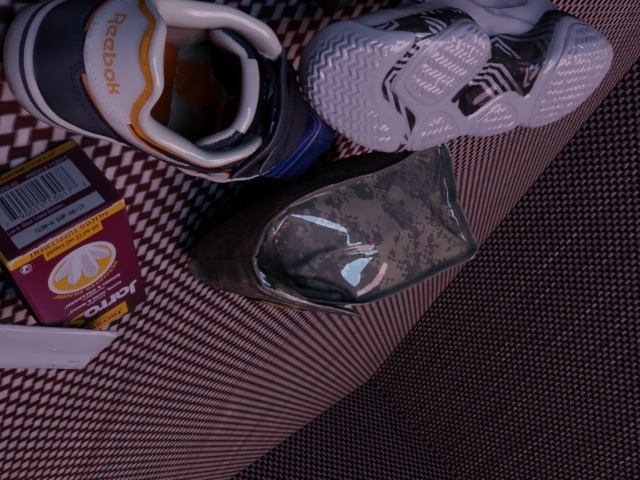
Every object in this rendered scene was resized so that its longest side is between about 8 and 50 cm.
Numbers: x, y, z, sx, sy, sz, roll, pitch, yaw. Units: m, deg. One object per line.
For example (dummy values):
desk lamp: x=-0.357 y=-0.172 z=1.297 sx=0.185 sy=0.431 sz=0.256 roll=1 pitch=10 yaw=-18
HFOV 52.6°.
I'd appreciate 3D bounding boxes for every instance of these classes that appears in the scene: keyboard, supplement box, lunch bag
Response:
keyboard: x=-0.306 y=0.087 z=0.552 sx=0.256 sy=0.014 sz=0.072 roll=11 pitch=136 yaw=-43
supplement box: x=-0.231 y=0.013 z=0.590 sx=0.104 sy=0.081 sz=0.188 roll=-35 pitch=159 yaw=-25
lunch bag: x=-0.042 y=-0.113 z=0.725 sx=0.098 sy=0.067 sz=0.065 roll=-47 pitch=160 yaw=14
lunch bag: x=0.000 y=0.000 z=0.786 sx=0.287 sy=0.168 sz=0.235 roll=-22 pitch=-170 yaw=-25

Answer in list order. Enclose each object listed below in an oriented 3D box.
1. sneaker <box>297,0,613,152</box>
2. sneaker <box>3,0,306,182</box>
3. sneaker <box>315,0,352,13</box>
sneaker: x=0.109 y=-0.210 z=0.650 sx=0.366 sy=0.210 sz=0.137 roll=-11 pitch=145 yaw=-32
sneaker: x=-0.075 y=-0.108 z=0.527 sx=0.321 sy=0.128 sz=0.126 roll=-5 pitch=102 yaw=-61
sneaker: x=0.036 y=-0.279 z=0.529 sx=0.086 sy=0.064 sz=0.192 roll=-32 pitch=155 yaw=-17
